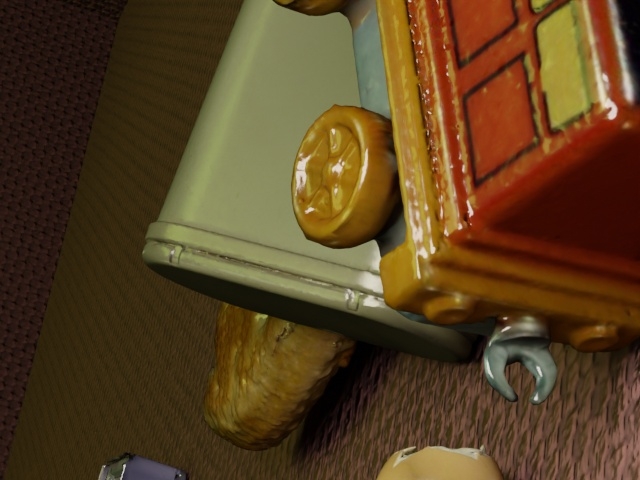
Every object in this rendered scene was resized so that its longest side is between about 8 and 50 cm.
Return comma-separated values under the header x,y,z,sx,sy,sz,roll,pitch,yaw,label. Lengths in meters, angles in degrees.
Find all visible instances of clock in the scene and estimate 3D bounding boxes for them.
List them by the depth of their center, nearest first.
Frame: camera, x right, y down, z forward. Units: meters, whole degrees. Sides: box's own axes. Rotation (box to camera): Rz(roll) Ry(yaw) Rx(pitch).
x,y,z,sx,sy,sz,roll,pitch,yaw,label
-0.210,0.327,1.997,0.144,0.073,0.193,148,139,-70,clock

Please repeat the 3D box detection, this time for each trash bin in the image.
x,y,z,sx,sy,sz,roll,pitch,yaw,label
0.025,-0.065,1.271,0.121,0.243,0.247,33,-105,-59,trash bin

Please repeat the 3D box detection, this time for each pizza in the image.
x,y,z,sx,sy,sz,roll,pitch,yaw,label
0.000,0.000,1.487,0.277,0.114,0.409,-95,27,-57,pizza

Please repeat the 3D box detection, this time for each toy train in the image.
x,y,z,sx,sy,sz,roll,pitch,yaw,label
0.102,-0.100,0.985,0.232,0.163,0.369,-34,53,44,toy train

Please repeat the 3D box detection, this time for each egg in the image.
x,y,z,sx,sy,sz,roll,pitch,yaw,label
0.065,0.162,1.076,0.080,0.080,0.096,141,141,-67,egg
